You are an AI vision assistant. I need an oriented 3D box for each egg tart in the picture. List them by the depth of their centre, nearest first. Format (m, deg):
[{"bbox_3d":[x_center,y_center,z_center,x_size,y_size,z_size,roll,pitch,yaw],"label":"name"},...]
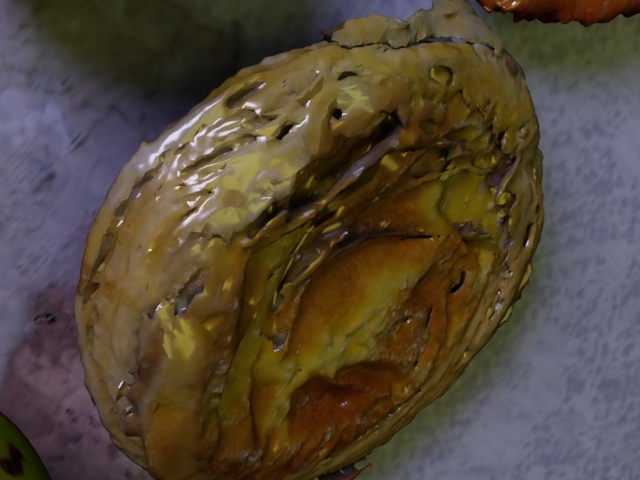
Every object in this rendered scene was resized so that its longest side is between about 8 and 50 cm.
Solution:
[{"bbox_3d":[0.000,0.000,0.531,0.297,0.132,0.297,-22,129,-31],"label":"egg tart"}]

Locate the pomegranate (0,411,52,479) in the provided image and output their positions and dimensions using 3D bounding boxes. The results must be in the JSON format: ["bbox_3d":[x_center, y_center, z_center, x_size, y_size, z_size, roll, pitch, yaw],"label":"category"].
[{"bbox_3d":[-0.178,0.155,0.444,0.246,0.198,0.198,23,94,-57],"label":"pomegranate"}]

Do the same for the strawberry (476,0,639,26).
[{"bbox_3d":[0.139,-0.188,0.561,0.192,0.085,0.140,-50,130,0],"label":"strawberry"}]
